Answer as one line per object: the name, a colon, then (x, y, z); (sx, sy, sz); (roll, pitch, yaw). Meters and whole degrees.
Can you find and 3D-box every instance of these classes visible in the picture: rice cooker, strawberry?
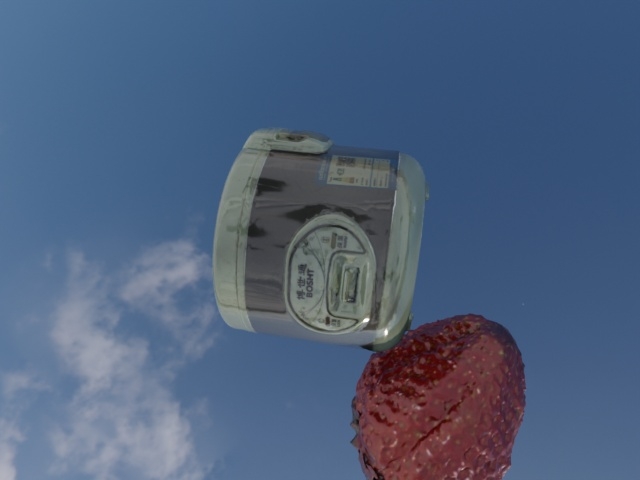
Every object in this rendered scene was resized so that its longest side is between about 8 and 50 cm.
rice cooker: (-0.003, 0.000, 0.629); (0.276, 0.288, 0.289); (9, -94, 8)
strawberry: (0.178, 0.242, 0.675); (0.250, 0.238, 0.288); (46, -70, 20)
